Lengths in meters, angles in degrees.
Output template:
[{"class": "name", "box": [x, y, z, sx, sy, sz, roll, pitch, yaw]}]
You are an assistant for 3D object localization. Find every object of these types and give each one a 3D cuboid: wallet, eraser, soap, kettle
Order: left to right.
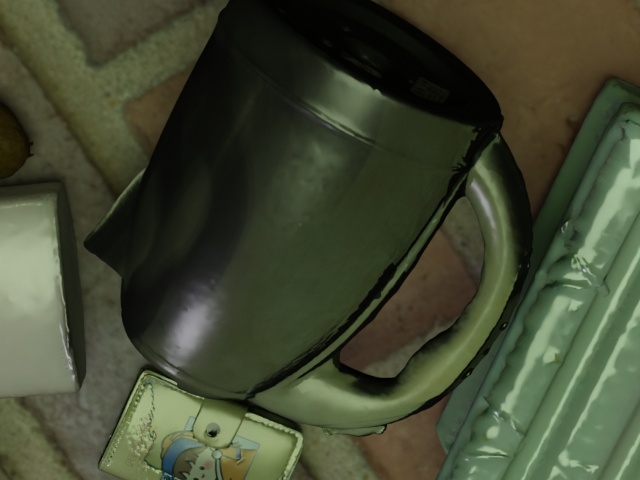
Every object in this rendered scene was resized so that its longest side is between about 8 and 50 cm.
[{"class": "eraser", "box": [-0.336, 0.050, 1.596, 0.270, 0.095, 0.174, -5, 106, 0]}, {"class": "wallet", "box": [-0.101, 0.180, 1.664, 0.155, 0.039, 0.110, 23, 106, -8]}, {"class": "kettle", "box": [0.000, 0.000, 1.522, 0.321, 0.228, 0.324, 30, 110, -5]}, {"class": "soap", "box": [0.258, 0.123, 1.592, 0.261, 0.156, 0.446, 22, 104, -8]}]

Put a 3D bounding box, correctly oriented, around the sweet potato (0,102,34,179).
[{"class": "sweet potato", "box": [-0.348, -0.095, 1.574, 0.233, 0.062, 0.081, 7, 107, 0]}]
